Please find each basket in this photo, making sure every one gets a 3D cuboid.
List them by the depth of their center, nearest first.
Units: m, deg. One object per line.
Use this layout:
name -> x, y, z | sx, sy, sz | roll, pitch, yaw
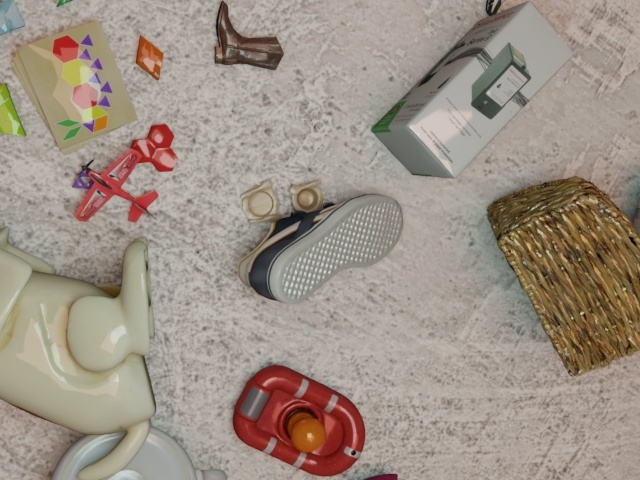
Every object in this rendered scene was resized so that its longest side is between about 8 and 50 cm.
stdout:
basket -> 0.446, 0.040, 1.556 | 0.213, 0.223, 0.299 | -28, 102, 11

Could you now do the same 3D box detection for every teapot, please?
teapot -> -0.317, 0.424, 1.466 | 0.256, 0.187, 0.252 | 30, 60, 1

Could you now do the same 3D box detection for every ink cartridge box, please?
ink cartridge box -> 0.247, -0.246, 1.507 | 0.289, 0.211, 0.121 | -46, 103, -6

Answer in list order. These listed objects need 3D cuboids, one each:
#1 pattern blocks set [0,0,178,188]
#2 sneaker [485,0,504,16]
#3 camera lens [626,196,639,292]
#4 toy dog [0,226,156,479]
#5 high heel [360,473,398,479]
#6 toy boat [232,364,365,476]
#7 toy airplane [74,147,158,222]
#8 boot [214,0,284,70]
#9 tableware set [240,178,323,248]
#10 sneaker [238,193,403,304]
pattern blocks set -> -0.385, -0.242, 1.440 | 0.285, 0.026, 0.324 | -14, 104, -13
sneaker -> 0.328, -0.442, 1.590 | 0.044, 0.040, 0.109 | 25, 91, -17
camera lens -> 0.671, 0.016, 1.636 | 0.219, 0.219, 0.274 | 12, 94, -15
toy dog -> -0.458, 0.160, 1.364 | 0.408, 0.284, 0.395 | -2, 101, -9
high heel -> 0.136, 0.609, 1.617 | 0.181, 0.127, 0.377 | -28, 99, 1
toy boat -> -0.028, 0.318, 1.535 | 0.231, 0.151, 0.151 | 28, 90, -15
toy airplane -> -0.323, -0.080, 1.460 | 0.151, 0.028, 0.151 | -8, 118, -15
boot -> -0.116, -0.338, 1.494 | 0.114, 0.037, 0.106 | 2, 109, -11
tableware set -> -0.057, -0.027, 1.555 | 0.141, 0.020, 0.168 | -12, 99, -12
sneaker -> 0.000, 0.000, 1.511 | 0.321, 0.127, 0.126 | -26, 116, -40
